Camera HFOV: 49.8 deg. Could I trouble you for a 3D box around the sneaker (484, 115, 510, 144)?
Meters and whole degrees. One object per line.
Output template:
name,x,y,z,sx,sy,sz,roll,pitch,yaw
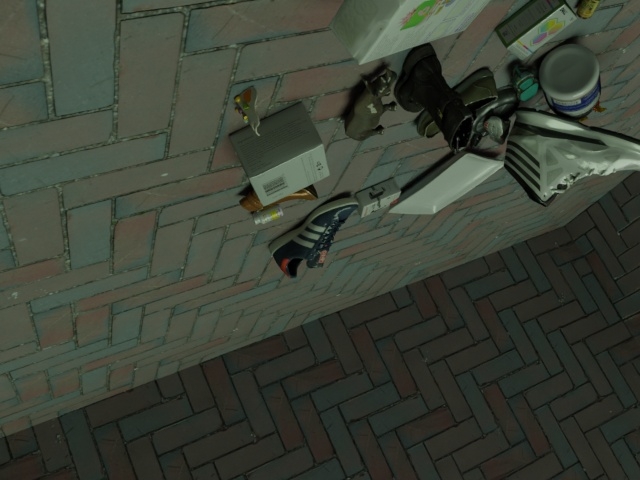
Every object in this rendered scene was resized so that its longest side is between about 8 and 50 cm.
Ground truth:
sneaker,0.516,-0.333,1.986,0.065,0.061,0.158,-54,160,-1

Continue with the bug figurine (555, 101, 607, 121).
bug figurine,0.729,-0.380,2.150,0.279,0.072,0.216,-27,-168,-2

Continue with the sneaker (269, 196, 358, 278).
sneaker,0.000,0.000,2.185,0.350,0.148,0.131,-36,160,29

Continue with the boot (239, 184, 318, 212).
boot,-0.109,-0.120,1.822,0.152,0.073,0.197,-35,149,23

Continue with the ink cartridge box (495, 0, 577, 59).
ink cartridge box,0.516,-0.512,1.575,0.209,0.062,0.109,-36,159,28

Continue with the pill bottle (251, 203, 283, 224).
pill bottle,-0.149,-0.074,1.935,0.083,0.043,0.043,-23,162,-8

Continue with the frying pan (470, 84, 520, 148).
frying pan,0.476,-0.342,2.049,0.197,0.053,0.326,-15,157,-29

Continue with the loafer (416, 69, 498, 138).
loafer,0.359,-0.340,1.807,0.251,0.087,0.094,-38,159,35

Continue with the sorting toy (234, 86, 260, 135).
sorting toy,-0.138,-0.251,1.384,0.045,0.075,0.083,-23,162,-12

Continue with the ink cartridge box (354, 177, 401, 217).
ink cartridge box,0.181,-0.135,2.203,0.135,0.056,0.099,-24,163,-9

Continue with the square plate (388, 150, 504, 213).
square plate,0.437,-0.200,2.391,0.347,0.049,0.344,-37,160,31

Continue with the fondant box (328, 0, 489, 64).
fondant box,0.199,-0.441,1.167,0.330,0.096,0.238,-30,169,-40

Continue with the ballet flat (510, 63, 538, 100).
ballet flat,0.546,-0.430,1.857,0.070,0.070,0.188,-30,166,14

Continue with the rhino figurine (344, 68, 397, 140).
rhino figurine,0.119,-0.311,1.582,0.106,0.073,0.243,-22,161,-21

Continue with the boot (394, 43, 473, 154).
boot,0.262,-0.293,1.569,0.091,0.229,0.263,-25,162,-5

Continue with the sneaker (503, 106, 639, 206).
sneaker,0.742,-0.207,1.997,0.169,0.448,0.257,-71,177,-79

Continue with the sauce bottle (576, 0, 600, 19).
sauce bottle,0.637,-0.572,1.613,0.042,0.042,0.128,-24,161,-6

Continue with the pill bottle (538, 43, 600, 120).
pill bottle,0.700,-0.430,1.922,0.153,0.153,0.265,-31,162,16

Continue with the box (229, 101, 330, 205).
box,-0.088,-0.190,1.558,0.182,0.119,0.181,-26,163,-2
